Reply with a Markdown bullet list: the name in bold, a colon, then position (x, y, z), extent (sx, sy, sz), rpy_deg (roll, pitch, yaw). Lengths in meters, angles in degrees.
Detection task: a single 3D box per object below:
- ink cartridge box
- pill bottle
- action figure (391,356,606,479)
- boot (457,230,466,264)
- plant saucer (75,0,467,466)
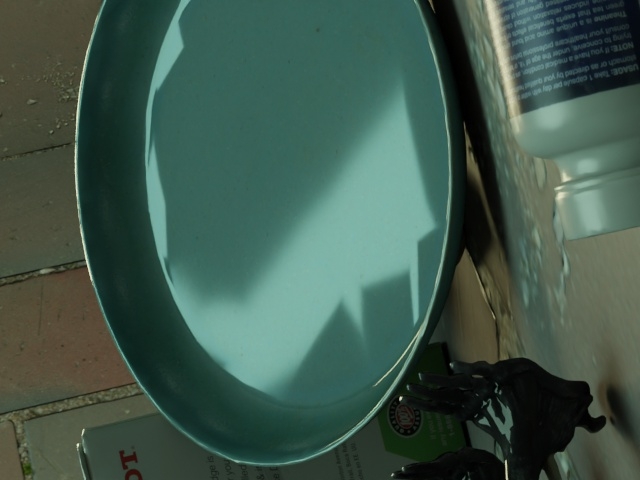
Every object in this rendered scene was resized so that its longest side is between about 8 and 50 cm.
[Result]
- **ink cartridge box**: position (-0.020, 0.164, 1.122), extent (0.092, 0.219, 0.160), rpy_deg (127, 130, -80)
- **pill bottle**: position (0.086, -0.063, 0.580), extent (0.067, 0.067, 0.120), rpy_deg (161, 97, -82)
- **action figure**: position (0.086, 0.193, 0.735), extent (0.164, 0.141, 0.276), rpy_deg (108, 152, -52)
- **boot**: position (0.043, -0.050, 1.006), extent (0.114, 0.037, 0.106), rpy_deg (-108, -4, -55)
- **plant saucer**: position (-0.028, -0.039, 1.024), extent (0.317, 0.043, 0.318), rpy_deg (4, 96, 48)
